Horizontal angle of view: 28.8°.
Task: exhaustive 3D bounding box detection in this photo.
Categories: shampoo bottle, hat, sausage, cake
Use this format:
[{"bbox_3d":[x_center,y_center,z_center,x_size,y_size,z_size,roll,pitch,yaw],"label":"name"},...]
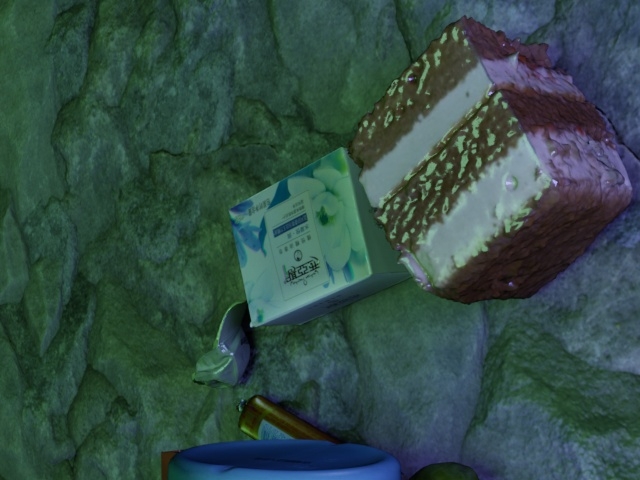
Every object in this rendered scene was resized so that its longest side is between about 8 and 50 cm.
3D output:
[{"bbox_3d":[-0.051,0.462,1.703,0.331,0.331,0.343,0,89,45],"label":"shampoo bottle"},{"bbox_3d":[-0.157,0.180,2.120,0.122,0.081,0.166,179,111,-83],"label":"hat"},{"bbox_3d":[-0.019,0.330,1.962,0.371,0.082,0.082,23,104,44],"label":"sausage"},{"bbox_3d":[0.225,-0.098,1.620,0.282,0.255,0.290,-47,62,31],"label":"cake"}]

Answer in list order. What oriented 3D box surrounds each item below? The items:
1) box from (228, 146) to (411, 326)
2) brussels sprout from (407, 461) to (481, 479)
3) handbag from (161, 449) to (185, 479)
[{"bbox_3d":[-0.002,0.000,1.929,0.274,0.116,0.203,-25,72,41],"label":"box"},{"bbox_3d":[0.177,0.396,1.721,0.145,0.131,0.183,-25,56,32],"label":"brussels sprout"},{"bbox_3d":[-0.204,0.432,2.153,0.190,0.062,0.127,-4,85,47],"label":"handbag"}]
